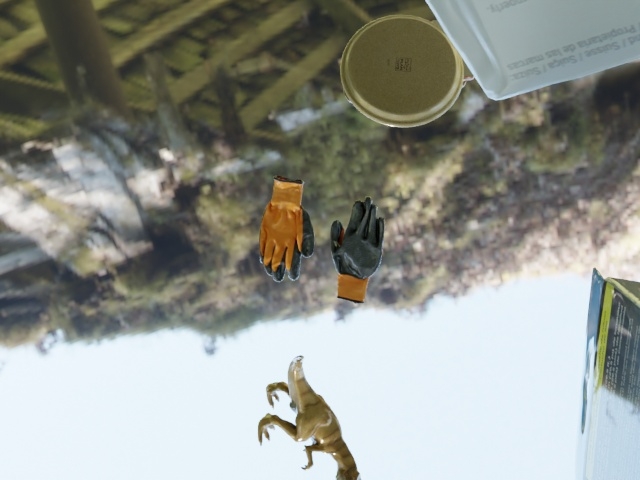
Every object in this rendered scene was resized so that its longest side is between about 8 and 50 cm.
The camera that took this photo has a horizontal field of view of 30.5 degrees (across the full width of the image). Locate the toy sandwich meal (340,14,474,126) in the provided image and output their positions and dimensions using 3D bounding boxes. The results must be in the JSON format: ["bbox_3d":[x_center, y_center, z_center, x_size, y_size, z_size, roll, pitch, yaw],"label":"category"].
[{"bbox_3d":[0.053,-0.105,0.738,0.085,0.029,0.086,0,-108,0],"label":"toy sandwich meal"}]

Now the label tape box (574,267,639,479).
[{"bbox_3d":[0.320,0.176,1.054,0.115,0.249,0.348,4,-171,1],"label":"label tape box"}]

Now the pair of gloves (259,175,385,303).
[{"bbox_3d":[0.000,0.000,0.764,0.083,0.074,0.010,14,-159,12],"label":"pair of gloves"}]

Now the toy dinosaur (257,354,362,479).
[{"bbox_3d":[-0.013,0.167,1.174,0.112,0.212,0.064,1,-139,34],"label":"toy dinosaur"}]

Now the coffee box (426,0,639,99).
[{"bbox_3d":[0.159,-0.327,0.474,0.337,0.338,0.334,-14,-133,30],"label":"coffee box"}]
